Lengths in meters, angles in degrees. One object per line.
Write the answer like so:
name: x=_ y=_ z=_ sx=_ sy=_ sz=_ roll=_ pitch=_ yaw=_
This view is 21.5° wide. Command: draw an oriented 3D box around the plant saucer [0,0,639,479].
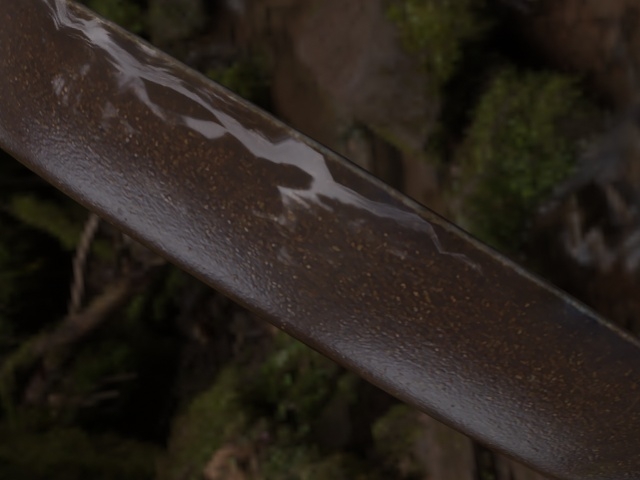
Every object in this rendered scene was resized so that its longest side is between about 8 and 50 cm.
plant saucer: x=0.000 y=0.000 z=0.544 sx=0.050 sy=0.311 sz=0.310 roll=-58 pitch=28 yaw=0
